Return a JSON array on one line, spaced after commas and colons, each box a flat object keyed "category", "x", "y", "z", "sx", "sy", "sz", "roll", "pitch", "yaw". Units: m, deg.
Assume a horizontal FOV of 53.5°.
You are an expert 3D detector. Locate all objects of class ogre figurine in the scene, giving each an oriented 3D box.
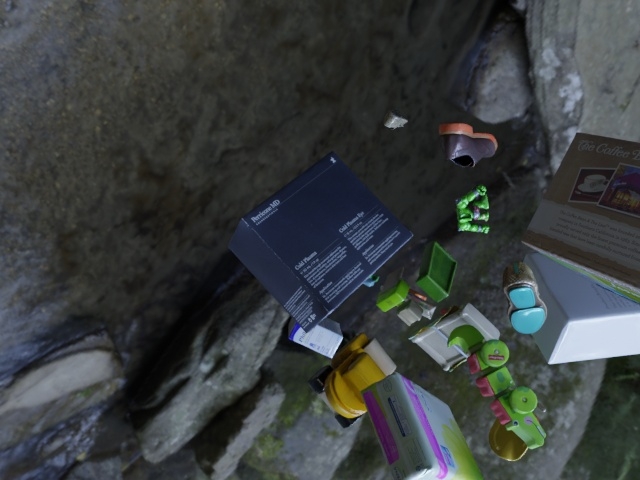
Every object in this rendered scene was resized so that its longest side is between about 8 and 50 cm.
[{"category": "ogre figurine", "x": 0.563, "y": -0.108, "z": 2.364, "sx": 0.118, "sy": 0.097, "sz": 0.197, "roll": -12, "pitch": 141, "yaw": 1}]

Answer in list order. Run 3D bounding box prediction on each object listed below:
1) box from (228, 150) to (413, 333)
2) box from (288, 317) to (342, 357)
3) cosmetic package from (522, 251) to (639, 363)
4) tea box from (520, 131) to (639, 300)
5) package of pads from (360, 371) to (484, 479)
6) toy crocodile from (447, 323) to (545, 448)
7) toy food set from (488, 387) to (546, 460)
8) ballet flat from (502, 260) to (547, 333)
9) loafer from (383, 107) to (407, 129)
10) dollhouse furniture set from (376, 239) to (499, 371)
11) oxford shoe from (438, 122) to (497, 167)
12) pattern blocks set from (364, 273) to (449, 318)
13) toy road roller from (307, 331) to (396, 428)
[{"category": "box", "x": 0.000, "y": 0.000, "z": 1.640, "sx": 0.343, "sy": 0.312, "sz": 0.179, "roll": -39, "pitch": 174, "yaw": -31}, {"category": "box", "x": -0.016, "y": 0.254, "z": 1.785, "sx": 0.072, "sy": 0.137, "sz": 0.126, "roll": -63, "pitch": -173, "yaw": 7}, {"category": "cosmetic package", "x": 0.732, "y": 0.144, "z": 1.544, "sx": 0.453, "sy": 0.230, "sz": 0.161, "roll": -4, "pitch": 131, "yaw": -10}, {"category": "tea box", "x": 0.576, "y": 0.007, "z": 1.021, "sx": 0.323, "sy": 0.329, "sz": 0.220, "roll": 25, "pitch": 94, "yaw": -31}, {"category": "package of pads", "x": 0.217, "y": 0.421, "z": 1.337, "sx": 0.101, "sy": 0.229, "sz": 0.296, "roll": -35, "pitch": 137, "yaw": 15}, {"category": "toy crocodile", "x": 0.440, "y": 0.360, "z": 1.582, "sx": 0.105, "sy": 0.341, "sz": 0.115, "roll": -24, "pitch": 163, "yaw": -14}, {"category": "toy food set", "x": 0.630, "y": 0.599, "z": 2.026, "sx": 0.218, "sy": 0.128, "sz": 0.071, "roll": -56, "pitch": 140, "yaw": -10}, {"category": "ballet flat", "x": 0.369, "y": 0.100, "z": 1.149, "sx": 0.206, "sy": 0.073, "sz": 0.067, "roll": 61, "pitch": 26, "yaw": -54}, {"category": "loafer", "x": 0.221, "y": -0.366, "z": 1.917, "sx": 0.050, "sy": 0.056, "sz": 0.148, "roll": -44, "pitch": 168, "yaw": 19}, {"category": "dollhouse furniture set", "x": 0.329, "y": 0.184, "z": 1.740, "sx": 0.197, "sy": 0.301, "sz": 0.151, "roll": -37, "pitch": -163, "yaw": 36}, {"category": "oxford shoe", "x": 0.383, "y": -0.235, "z": 1.657, "sx": 0.271, "sy": 0.097, "sz": 0.098, "roll": 4, "pitch": 86, "yaw": -50}, {"category": "pattern blocks set", "x": 0.280, "y": 0.189, "z": 2.002, "sx": 0.285, "sy": 0.324, "sz": 0.026, "roll": 7, "pitch": 110, "yaw": -62}, {"category": "toy road roller", "x": 0.146, "y": 0.440, "z": 2.079, "sx": 0.329, "sy": 0.202, "sz": 0.240, "roll": -36, "pitch": 177, "yaw": -41}]
